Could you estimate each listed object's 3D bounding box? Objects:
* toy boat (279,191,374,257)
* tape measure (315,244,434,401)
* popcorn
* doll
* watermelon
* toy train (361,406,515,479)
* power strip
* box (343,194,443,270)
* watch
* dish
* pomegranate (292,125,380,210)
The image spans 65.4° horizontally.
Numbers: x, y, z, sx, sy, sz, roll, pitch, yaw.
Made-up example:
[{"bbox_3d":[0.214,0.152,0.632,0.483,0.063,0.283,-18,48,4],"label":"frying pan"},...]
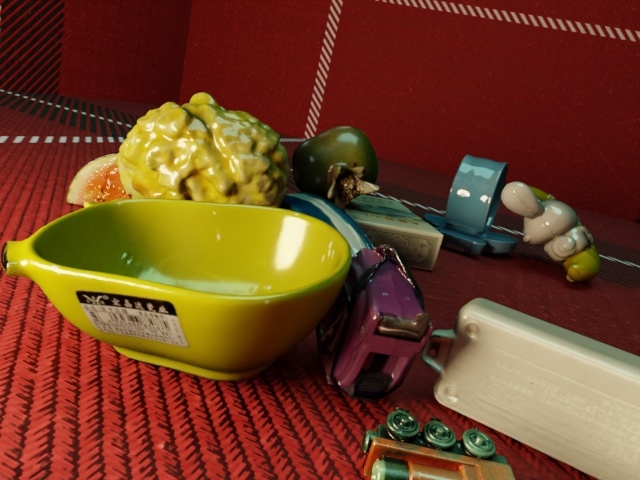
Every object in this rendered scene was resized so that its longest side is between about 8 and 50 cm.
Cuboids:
[{"bbox_3d":[0.000,0.000,0.717,0.061,0.096,0.299,-3,20,-24],"label":"toy boat"},{"bbox_3d":[0.044,0.070,0.443,0.074,0.125,0.118,14,29,-15],"label":"tape measure"},{"bbox_3d":[-0.159,-0.085,0.734,0.236,0.252,0.206,-28,2,-14],"label":"popcorn"},{"bbox_3d":[0.479,-0.021,1.027,0.252,0.111,0.237,-11,69,-55],"label":"doll"},{"bbox_3d":[-0.321,-0.079,0.808,0.094,0.125,0.135,51,10,18],"label":"watermelon"},{"bbox_3d":[0.078,0.155,0.333,0.103,0.044,0.064,13,26,0],"label":"toy train"},{"bbox_3d":[0.246,0.145,0.392,0.338,0.098,0.058,21,15,26],"label":"power strip"},{"bbox_3d":[0.102,-0.029,0.939,0.164,0.069,0.256,9,16,-12],"label":"box"},{"bbox_3d":[0.330,-0.080,1.065,0.210,0.193,0.211,11,13,-3],"label":"watch"},{"bbox_3d":[-0.108,0.043,0.433,0.262,0.108,0.221,6,18,2],"label":"dish"},{"bbox_3d":[0.034,-0.115,0.848,0.152,0.131,0.191,-25,31,-5],"label":"pomegranate"}]
